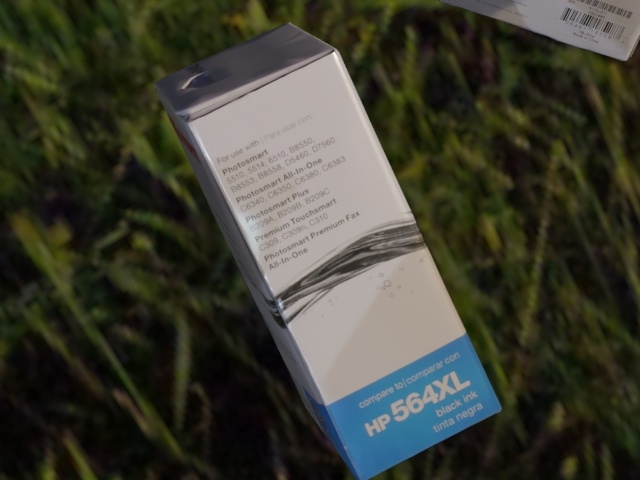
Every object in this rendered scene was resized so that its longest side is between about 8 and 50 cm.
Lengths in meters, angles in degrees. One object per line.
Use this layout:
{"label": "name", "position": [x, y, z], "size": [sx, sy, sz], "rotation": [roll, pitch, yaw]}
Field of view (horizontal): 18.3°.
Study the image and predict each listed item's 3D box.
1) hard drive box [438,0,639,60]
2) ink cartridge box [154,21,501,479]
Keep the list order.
{"label": "hard drive box", "position": [0.159, -0.250, 1.266], "size": [0.181, 0.232, 0.089], "rotation": [18, 44, -6]}
{"label": "ink cartridge box", "position": [0.000, 0.000, 1.011], "size": [0.086, 0.203, 0.148], "rotation": [-25, 15, -5]}
